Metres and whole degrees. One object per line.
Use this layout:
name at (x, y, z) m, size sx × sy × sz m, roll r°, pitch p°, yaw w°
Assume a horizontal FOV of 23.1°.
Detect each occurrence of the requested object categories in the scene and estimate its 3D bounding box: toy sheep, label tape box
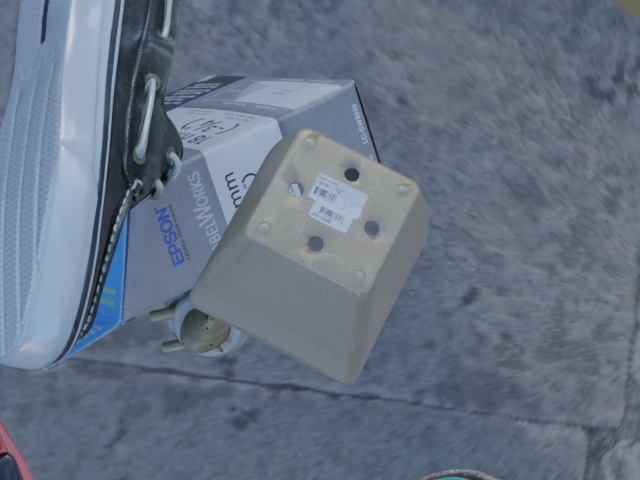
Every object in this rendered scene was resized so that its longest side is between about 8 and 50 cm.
toy sheep at (-0.095, 0.057, 1.357) m, size 0.091 × 0.132 × 0.091 m, roll 4°, pitch 119°, yaw 7°
label tape box at (-0.149, -0.031, 1.294) m, size 0.334 × 0.241 × 0.106 m, roll -28°, pitch 110°, yaw -29°

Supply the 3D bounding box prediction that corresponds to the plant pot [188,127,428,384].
plant pot at (0.000, 0.000, 0.874) m, size 0.109 × 0.096 × 0.109 m, roll 27°, pitch 69°, yaw 2°

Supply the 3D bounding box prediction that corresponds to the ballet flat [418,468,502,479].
ballet flat at (0.102, 0.255, 0.697) m, size 0.108 × 0.106 × 0.316 m, roll -17°, pitch 60°, yaw 14°

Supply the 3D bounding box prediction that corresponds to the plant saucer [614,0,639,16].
plant saucer at (0.386, -0.335, 1.401) m, size 0.081 × 0.333 × 0.332 m, roll 44°, pitch 103°, yaw 18°

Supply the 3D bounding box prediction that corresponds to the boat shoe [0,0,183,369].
boat shoe at (-0.143, -0.071, 1.043) m, size 0.121 × 0.119 × 0.335 m, roll -19°, pitch 59°, yaw 51°

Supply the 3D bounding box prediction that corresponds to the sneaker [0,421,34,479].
sneaker at (-0.174, 0.030, 0.499) m, size 0.116 × 0.136 × 0.314 m, roll -37°, pitch 90°, yaw 1°
